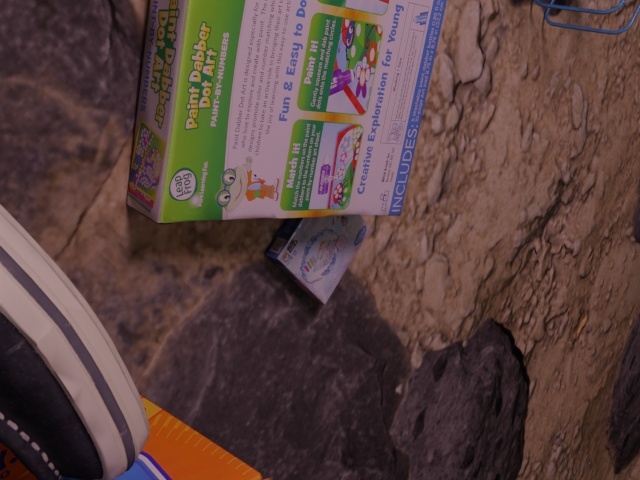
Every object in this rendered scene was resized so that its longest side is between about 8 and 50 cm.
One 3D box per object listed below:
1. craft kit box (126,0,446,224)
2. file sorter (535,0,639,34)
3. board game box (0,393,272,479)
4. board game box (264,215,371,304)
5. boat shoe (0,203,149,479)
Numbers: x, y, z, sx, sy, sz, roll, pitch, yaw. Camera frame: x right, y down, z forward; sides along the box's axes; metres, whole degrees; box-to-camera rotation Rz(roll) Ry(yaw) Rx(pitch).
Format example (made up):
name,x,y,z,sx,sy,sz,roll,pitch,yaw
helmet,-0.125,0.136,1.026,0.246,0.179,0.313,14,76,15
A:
name,x,y,z,sx,sy,sz,roll,pitch,yaw
craft kit box,-0.014,-0.139,0.603,0.247,0.061,0.249,-4,111,-44
file sorter,0.280,-0.314,0.845,0.170,0.118,0.104,33,83,-50
board game box,-0.139,0.367,0.454,0.357,0.356,0.356,-29,125,-39
board game box,0.000,0.000,0.727,0.090,0.020,0.090,-58,137,-15
boat shoe,-0.257,-0.028,0.306,0.156,0.187,0.500,-51,130,-19
